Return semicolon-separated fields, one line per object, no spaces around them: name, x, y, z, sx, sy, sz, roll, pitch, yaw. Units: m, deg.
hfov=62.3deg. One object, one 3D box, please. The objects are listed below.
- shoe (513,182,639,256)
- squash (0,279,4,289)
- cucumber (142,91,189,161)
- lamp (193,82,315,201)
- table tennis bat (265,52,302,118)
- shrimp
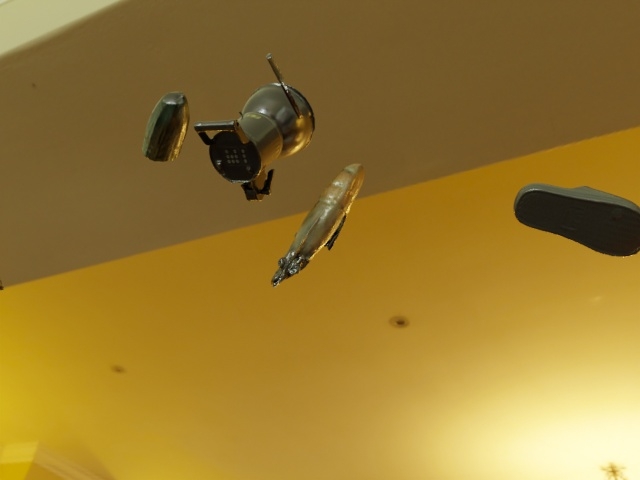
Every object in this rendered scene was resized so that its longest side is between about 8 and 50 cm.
shoe;0.485;-0.056;0.989;0.241;0.093;0.108;18;-54;9
squash;-0.454;-0.068;0.570;0.094;0.094;0.341;-20;-79;25
cucumber;-0.187;-0.140;0.647;0.048;0.048;0.105;22;-38;-15
lamp;-0.115;-0.171;0.951;0.147;0.227;0.172;4;-56;22
table tennis bat;-0.041;-0.178;0.619;0.007;0.050;0.083;-29;-52;2
shrimp;0.000;0.000;0.859;0.051;0.262;0.198;27;-26;12
